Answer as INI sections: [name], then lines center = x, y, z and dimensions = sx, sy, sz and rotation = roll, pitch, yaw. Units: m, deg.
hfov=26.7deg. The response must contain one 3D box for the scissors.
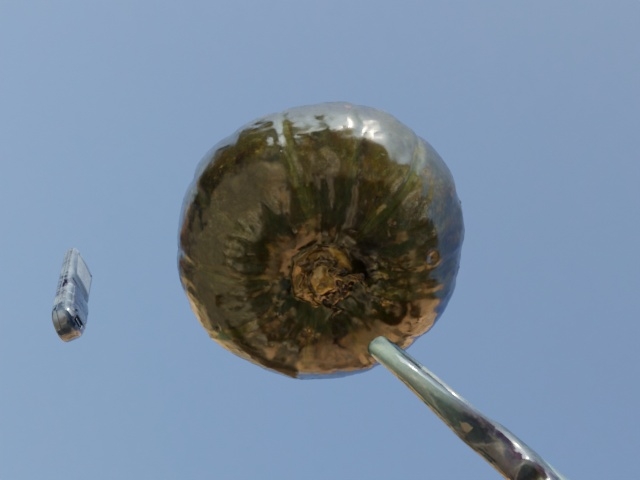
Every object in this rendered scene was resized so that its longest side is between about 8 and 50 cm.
[scissors]
center = 0.186, 0.194, 0.860
dimensions = 0.029, 0.256, 0.383
rotation = -51, -148, -1

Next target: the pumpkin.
[pumpkin]
center = 0.000, 0.000, 1.030
dimensions = 0.223, 0.157, 0.224
rotation = -2, -69, -5

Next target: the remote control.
[remote control]
center = -0.251, 0.057, 1.376
dimensions = 0.027, 0.152, 0.043
rotation = -28, -66, 6
